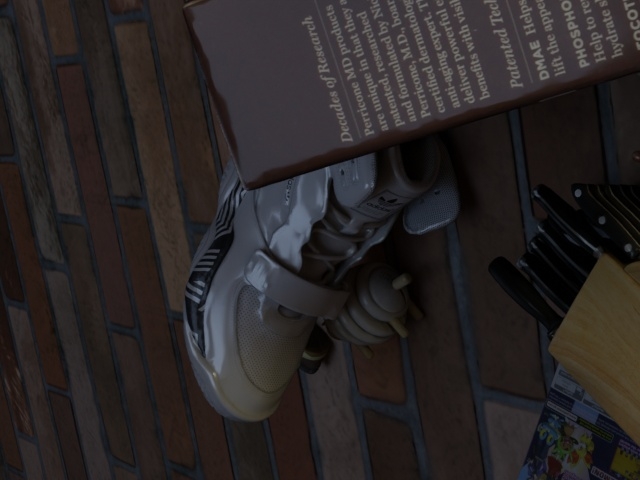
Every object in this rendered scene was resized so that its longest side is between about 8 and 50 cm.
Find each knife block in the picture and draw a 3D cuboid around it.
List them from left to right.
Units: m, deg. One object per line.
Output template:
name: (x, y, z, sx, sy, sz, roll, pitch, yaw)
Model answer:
knife block: (0.237, 0.085, 0.928, 0.242, 0.088, 0.276, -13, 81, 51)

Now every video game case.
video game case: (0.260, 0.168, 0.979, 0.201, 0.023, 0.183, 28, 104, 45)

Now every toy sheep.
toy sheep: (0.050, 0.065, 1.229, 0.132, 0.091, 0.091, -37, 74, 40)

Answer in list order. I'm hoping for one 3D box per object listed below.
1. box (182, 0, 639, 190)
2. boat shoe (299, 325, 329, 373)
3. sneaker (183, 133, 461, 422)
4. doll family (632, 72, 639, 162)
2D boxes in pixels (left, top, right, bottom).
box: (0.127, -0.155, 0.784, 0.381, 0.191, 0.143, -14, 97, 28)
boat shoe: (-0.052, 0.097, 1.407, 0.152, 0.056, 0.049, 43, 131, 35)
sneaker: (0.000, 0.000, 1.136, 0.210, 0.137, 0.366, 7, 81, 49)
doll family: (0.297, -0.082, 0.831, 0.193, 0.076, 0.111, -9, 102, 60)
